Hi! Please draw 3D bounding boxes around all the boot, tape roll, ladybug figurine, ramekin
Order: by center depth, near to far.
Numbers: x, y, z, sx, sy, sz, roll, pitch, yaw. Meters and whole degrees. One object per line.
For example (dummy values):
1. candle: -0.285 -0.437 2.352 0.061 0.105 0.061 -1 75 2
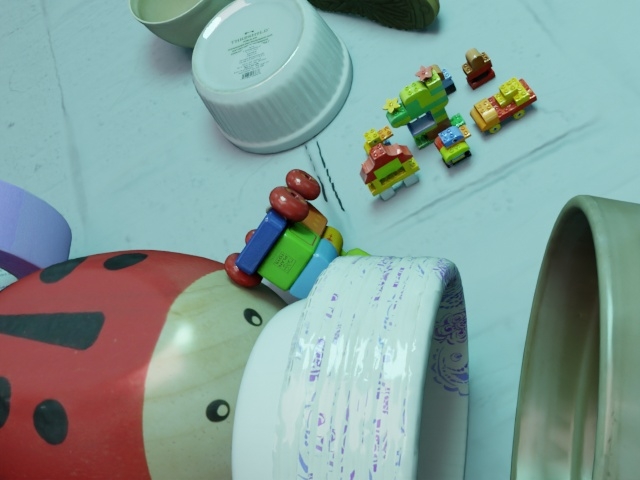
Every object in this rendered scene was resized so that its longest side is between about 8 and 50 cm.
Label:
1. ladybug figurine: -0.229 0.132 0.728 0.449 0.162 0.305 -4 54 26
2. tape roll: -0.464 0.014 0.868 0.274 0.275 0.090 -12 60 20
3. ramekin: -0.071 -0.230 0.907 0.207 0.109 0.207 -11 61 20
4. boot: 0.117 -0.429 0.933 0.236 0.089 0.269 26 77 33

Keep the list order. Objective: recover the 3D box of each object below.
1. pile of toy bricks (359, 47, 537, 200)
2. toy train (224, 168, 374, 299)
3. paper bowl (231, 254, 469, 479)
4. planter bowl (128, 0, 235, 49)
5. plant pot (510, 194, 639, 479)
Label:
1. pile of toy bricks: 0.123 -0.151 0.776 0.212 0.105 0.118 -31 56 8
2. toy train: 0.000 0.000 0.760 0.143 0.248 0.105 35 108 -3
3. paper bowl: 0.031 0.153 0.549 0.148 0.284 0.284 1 66 18
4. planter bowl: -0.186 -0.351 1.022 0.162 0.109 0.162 -11 60 20
5. plant pot: 0.288 0.147 0.455 0.280 0.323 0.323 8 68 10
